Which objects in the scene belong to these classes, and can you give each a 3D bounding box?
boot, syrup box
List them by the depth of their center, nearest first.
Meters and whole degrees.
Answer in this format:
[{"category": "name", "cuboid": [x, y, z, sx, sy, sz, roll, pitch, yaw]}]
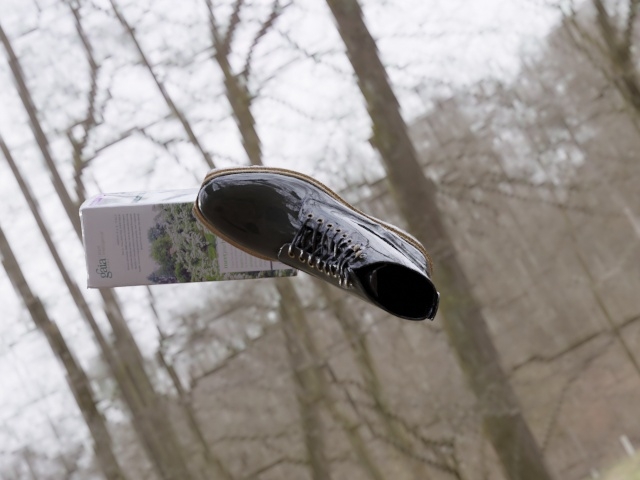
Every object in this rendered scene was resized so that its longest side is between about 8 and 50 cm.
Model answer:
[{"category": "boot", "cuboid": [0.000, 0.000, 1.128, 0.137, 0.197, 0.077, -106, 33, -79]}, {"category": "syrup box", "cuboid": [-0.142, -0.007, 1.651, 0.236, 0.093, 0.096, -4, 12, 3]}]
